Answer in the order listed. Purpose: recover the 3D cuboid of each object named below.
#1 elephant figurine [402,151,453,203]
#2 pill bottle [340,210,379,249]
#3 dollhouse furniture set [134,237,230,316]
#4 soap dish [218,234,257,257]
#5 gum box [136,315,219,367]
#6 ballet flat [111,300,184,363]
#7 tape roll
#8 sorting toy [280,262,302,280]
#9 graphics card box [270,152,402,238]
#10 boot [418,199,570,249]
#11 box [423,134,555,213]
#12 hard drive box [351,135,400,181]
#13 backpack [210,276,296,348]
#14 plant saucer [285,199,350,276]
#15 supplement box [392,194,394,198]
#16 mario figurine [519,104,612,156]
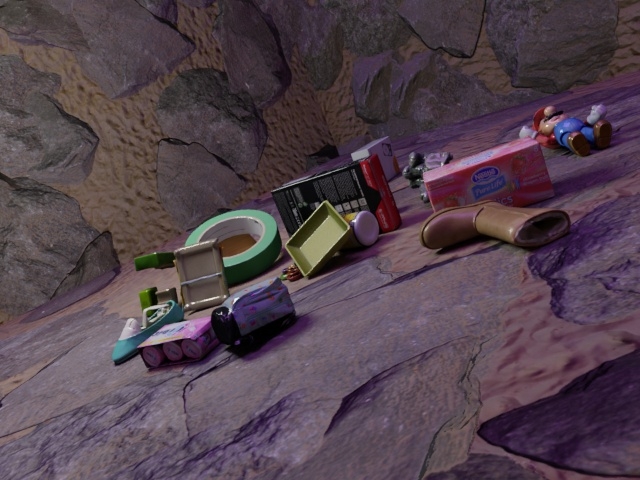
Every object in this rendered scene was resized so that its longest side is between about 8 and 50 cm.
[{"bbox_3d":[0.393,-0.211,1.960,0.169,0.186,0.239,19,10,-22],"label":"elephant figurine"},{"bbox_3d":[0.076,-0.026,1.746,0.184,0.103,0.103,-10,17,44],"label":"pill bottle"},{"bbox_3d":[-0.396,0.117,1.810,0.301,0.197,0.151,-14,-5,18],"label":"dollhouse furniture set"},{"bbox_3d":[-0.383,0.049,2.179,0.291,0.118,0.229,-24,12,-15],"label":"soap dish"},{"bbox_3d":[-0.326,0.240,1.393,0.188,0.062,0.107,-15,14,30],"label":"gum box"},{"bbox_3d":[-0.486,0.239,1.617,0.083,0.087,0.247,-10,17,42],"label":"ballet flat"},{"bbox_3d":[-0.293,0.016,1.976,0.321,0.077,0.321,-9,37,7],"label":"tape roll"},{"bbox_3d":[-0.085,0.085,1.690,0.061,0.042,0.102,-27,13,-24],"label":"sorting toy"},{"bbox_3d":[0.047,-0.109,1.849,0.371,0.233,0.094,-16,15,30],"label":"graphics card box"},{"bbox_3d":[0.370,-0.029,1.299,0.236,0.089,0.269,-24,14,-8],"label":"boot"},{"bbox_3d":[0.436,-0.151,1.548,0.300,0.154,0.142,-18,13,13],"label":"box"},{"bbox_3d":[0.252,-0.347,2.638,0.089,0.181,0.232,-11,17,36],"label":"hard drive box"},{"bbox_3d":[-0.147,0.159,1.317,0.182,0.115,0.152,-24,10,-24],"label":"backpack"},{"bbox_3d":[0.000,0.000,1.678,0.188,0.045,0.188,-48,35,7],"label":"plant saucer"},{"bbox_3d":[0.140,-0.098,2.012,0.233,0.080,0.078,-18,14,26],"label":"supplement box"},{"bbox_3d":[0.763,-0.367,1.851,0.198,0.170,0.320,11,16,-12],"label":"mario figurine"}]
